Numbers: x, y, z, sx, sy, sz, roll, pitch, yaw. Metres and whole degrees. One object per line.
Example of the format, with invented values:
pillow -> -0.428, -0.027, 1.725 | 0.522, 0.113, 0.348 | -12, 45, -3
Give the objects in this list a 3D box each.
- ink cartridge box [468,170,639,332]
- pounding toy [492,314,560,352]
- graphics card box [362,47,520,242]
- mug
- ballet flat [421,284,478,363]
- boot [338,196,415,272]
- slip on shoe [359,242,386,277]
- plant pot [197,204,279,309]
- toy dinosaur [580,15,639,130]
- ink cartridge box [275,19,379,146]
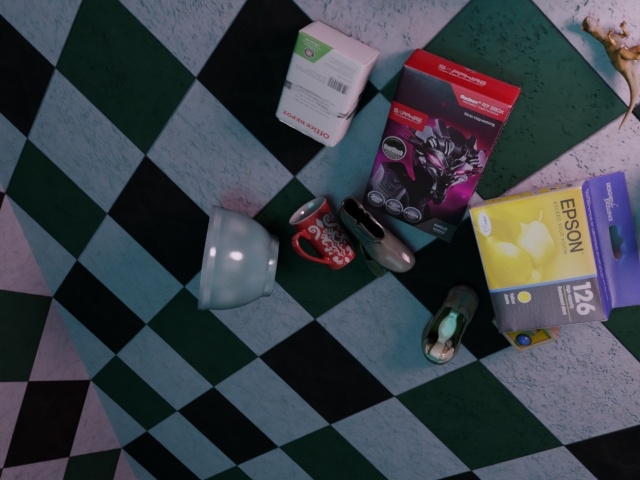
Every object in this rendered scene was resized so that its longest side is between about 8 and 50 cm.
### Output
ink cartridge box -> 0.497, 0.035, 1.271 | 0.307, 0.072, 0.303 | -12, 106, 23
pounding toy -> 0.497, 0.191, 1.448 | 0.130, 0.100, 0.141 | 48, 133, -9
graphics card box -> 0.246, -0.193, 1.314 | 0.233, 0.094, 0.370 | 25, 134, 11
mug -> -0.002, -0.003, 1.581 | 0.169, 0.150, 0.113 | 53, 171, -20
ballet flat -> 0.321, 0.248, 1.594 | 0.108, 0.106, 0.315 | 22, 132, 15
boot -> 0.136, -0.005, 1.470 | 0.246, 0.161, 0.083 | 41, 89, -2
slip on shoe -> 0.136, 0.046, 1.596 | 0.052, 0.041, 0.135 | 1, 123, 31
plant pot -> -0.222, 0.060, 1.686 | 0.196, 0.293, 0.293 | 8, 132, -8
toy dinosaur -> 0.543, -0.316, 1.076 | 0.211, 0.064, 0.112 | 58, 150, -6
ink cartridge box -> 0.010, -0.342, 1.341 | 0.160, 0.092, 0.219 | 31, 134, 8
